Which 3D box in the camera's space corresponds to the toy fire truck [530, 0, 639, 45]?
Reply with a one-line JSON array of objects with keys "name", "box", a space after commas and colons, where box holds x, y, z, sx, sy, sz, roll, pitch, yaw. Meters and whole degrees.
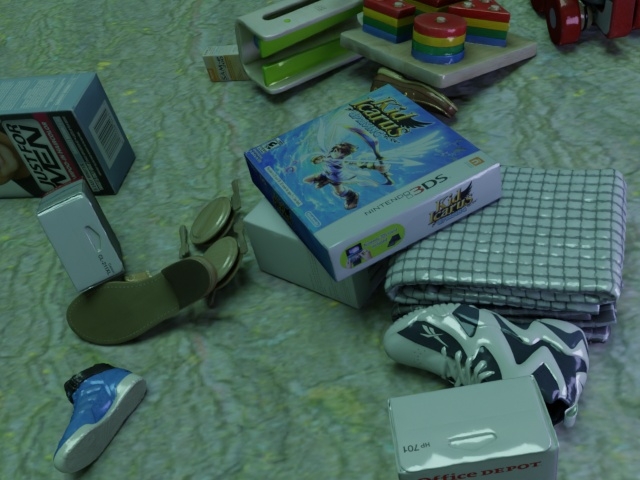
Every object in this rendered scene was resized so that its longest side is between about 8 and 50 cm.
[{"name": "toy fire truck", "box": [0.476, -0.505, 1.323, 0.169, 0.254, 0.302, -11, 44, 4]}]

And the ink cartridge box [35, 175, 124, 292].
[{"name": "ink cartridge box", "box": [-0.348, -0.014, 1.094, 0.072, 0.127, 0.175, -26, 18, -10]}]

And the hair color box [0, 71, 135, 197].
[{"name": "hair color box", "box": [-0.541, -0.176, 1.316, 0.374, 0.185, 0.114, -1, 46, 15]}]

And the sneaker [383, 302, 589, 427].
[{"name": "sneaker", "box": [0.180, 0.159, 0.845, 0.235, 0.094, 0.153, 8, 39, 9]}]

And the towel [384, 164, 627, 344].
[{"name": "towel", "box": [0.240, 0.012, 0.966, 0.283, 0.121, 0.235, 2, 44, 19]}]

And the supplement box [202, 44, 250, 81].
[{"name": "supplement box", "box": [-0.175, -0.349, 1.481, 0.098, 0.062, 0.036, 0, 47, 17]}]

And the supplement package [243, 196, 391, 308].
[{"name": "supplement package", "box": [0.000, 0.000, 1.048, 0.179, 0.105, 0.105, 20, 54, 30]}]

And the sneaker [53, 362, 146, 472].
[{"name": "sneaker", "box": [-0.297, 0.216, 0.941, 0.084, 0.058, 0.152, 18, 48, 22]}]

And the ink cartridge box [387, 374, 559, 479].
[{"name": "ink cartridge box", "box": [0.146, 0.222, 0.720, 0.139, 0.191, 0.082, -10, 44, 5]}]

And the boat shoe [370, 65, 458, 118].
[{"name": "boat shoe", "box": [0.158, -0.242, 1.291, 0.178, 0.064, 0.060, 33, 93, 36]}]

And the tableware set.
[{"name": "tableware set", "box": [-0.151, 0.008, 1.118, 0.128, 0.039, 0.194, -39, 35, 16]}]

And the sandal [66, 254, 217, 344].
[{"name": "sandal", "box": [-0.238, 0.080, 1.062, 0.240, 0.088, 0.079, -22, 1, 20]}]

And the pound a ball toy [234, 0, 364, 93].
[{"name": "pound a ball toy", "box": [-0.003, -0.440, 1.403, 0.319, 0.208, 0.136, -29, 50, -21]}]

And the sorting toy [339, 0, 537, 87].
[{"name": "sorting toy", "box": [0.213, -0.382, 1.343, 0.257, 0.089, 0.255, -25, 42, -32]}]

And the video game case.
[{"name": "video game case", "box": [0.060, -0.091, 0.999, 0.244, 0.061, 0.269, -26, 41, -13]}]
